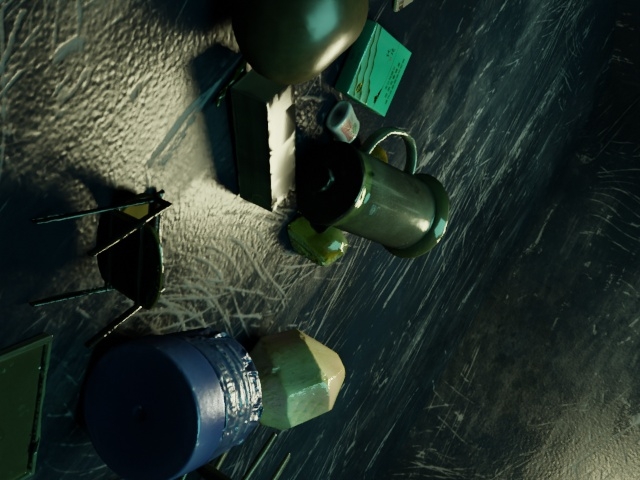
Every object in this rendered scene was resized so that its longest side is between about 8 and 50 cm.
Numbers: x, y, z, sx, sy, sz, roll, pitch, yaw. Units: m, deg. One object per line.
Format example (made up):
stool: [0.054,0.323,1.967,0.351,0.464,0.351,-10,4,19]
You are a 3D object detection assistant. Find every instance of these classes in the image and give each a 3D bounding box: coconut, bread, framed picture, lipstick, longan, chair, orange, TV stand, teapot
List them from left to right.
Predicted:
framed picture: [-0.508,0.293,1.413,0.209,0.019,0.281,-21,131,-56]
chair: [-0.308,0.021,1.408,0.247,0.172,0.158,-23,132,-46]
lipstick: [-0.283,-0.005,1.575,0.027,0.027,0.176,-29,136,-52]
chair: [-0.211,0.534,2.037,0.272,0.166,0.188,-56,155,-19]
TV stand: [-0.101,-0.183,1.686,0.088,0.083,0.269,-50,155,-35]
coconut: [-0.058,0.303,2.055,0.237,0.237,0.197,-46,146,-36]
longan: [-0.029,-0.381,1.503,0.246,0.215,0.246,-24,143,-20]
bread: [0.000,-0.002,2.038,0.103,0.110,0.156,-52,150,-12]
orange: [0.115,-0.182,2.126,0.085,0.085,0.095,-62,162,-6]
teapot: [0.117,-0.116,1.981,0.337,0.200,0.270,18,98,-47]

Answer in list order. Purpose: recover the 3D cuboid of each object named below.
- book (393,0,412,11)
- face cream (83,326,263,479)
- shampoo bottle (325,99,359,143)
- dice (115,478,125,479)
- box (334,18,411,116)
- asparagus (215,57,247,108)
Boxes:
book: [0.198,-0.600,1.985,0.127,0.014,0.181,-44,147,-39]
face cream: [-0.256,0.283,1.629,0.225,0.249,0.248,-12,123,-64]
shampoo bottle: [0.051,-0.249,1.981,0.072,0.043,0.099,-59,154,-12]
dice: [-0.368,0.555,1.777,0.146,0.147,0.143,13,103,-65]
box: [0.118,-0.372,2.002,0.226,0.042,0.160,14,99,-65]
asparagus: [-0.143,-0.297,1.596,0.162,0.016,0.016,-59,-179,-12]
